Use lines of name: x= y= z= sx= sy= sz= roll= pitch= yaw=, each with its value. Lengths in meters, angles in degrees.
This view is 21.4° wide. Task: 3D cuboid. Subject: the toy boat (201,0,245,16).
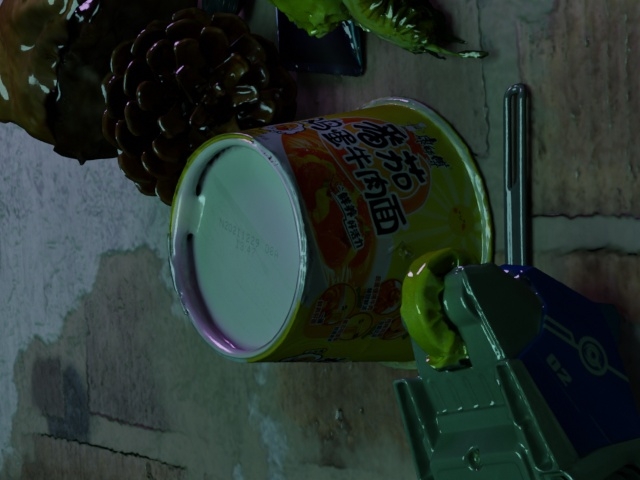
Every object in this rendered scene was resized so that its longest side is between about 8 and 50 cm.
toy boat: x=-0.096 y=-0.280 z=1.736 sx=0.060 sy=0.055 sz=0.141 roll=26 pitch=115 yaw=38

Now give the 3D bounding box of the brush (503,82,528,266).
brush: x=0.166 y=-0.003 z=1.472 sx=0.062 sy=0.027 sz=0.266 roll=5 pitch=98 yaw=50

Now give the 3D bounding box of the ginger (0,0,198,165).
ginger: x=-0.244 y=-0.220 z=1.806 sx=0.223 sy=0.200 sz=0.269 roll=37 pitch=128 yaw=36

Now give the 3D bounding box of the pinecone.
pinecone: x=-0.115 y=-0.128 z=1.655 sx=0.207 sy=0.207 sz=0.208 roll=8 pitch=101 yaw=50

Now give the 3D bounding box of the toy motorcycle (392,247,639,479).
toy motorcycle: x=0.180 y=0.148 z=1.359 sx=0.191 sy=0.200 sz=0.326 roll=-15 pitch=93 yaw=50

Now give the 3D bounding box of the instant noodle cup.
instant noodle cup: x=0.000 y=0.000 z=1.540 sx=0.264 sy=0.200 sz=0.264 roll=6 pitch=98 yaw=49

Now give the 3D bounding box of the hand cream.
hand cream: x=-0.006 y=-0.295 z=1.635 sx=0.120 sy=0.061 sz=0.270 roll=10 pitch=110 yaw=45

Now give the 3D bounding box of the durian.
durian: x=-0.004 y=-0.260 z=1.544 sx=0.375 sy=0.106 sz=0.132 roll=46 pitch=133 yaw=20
